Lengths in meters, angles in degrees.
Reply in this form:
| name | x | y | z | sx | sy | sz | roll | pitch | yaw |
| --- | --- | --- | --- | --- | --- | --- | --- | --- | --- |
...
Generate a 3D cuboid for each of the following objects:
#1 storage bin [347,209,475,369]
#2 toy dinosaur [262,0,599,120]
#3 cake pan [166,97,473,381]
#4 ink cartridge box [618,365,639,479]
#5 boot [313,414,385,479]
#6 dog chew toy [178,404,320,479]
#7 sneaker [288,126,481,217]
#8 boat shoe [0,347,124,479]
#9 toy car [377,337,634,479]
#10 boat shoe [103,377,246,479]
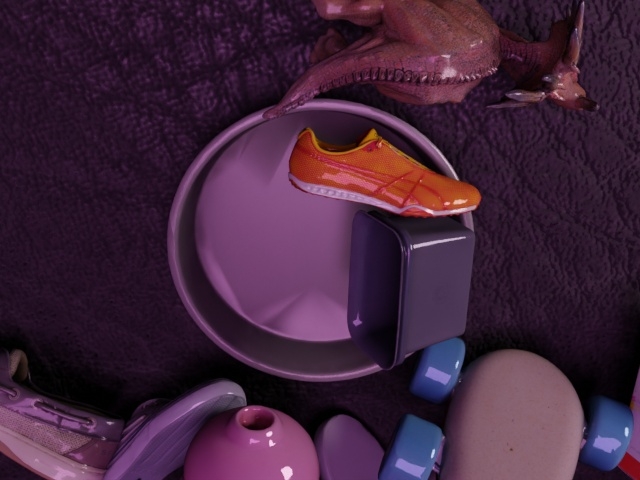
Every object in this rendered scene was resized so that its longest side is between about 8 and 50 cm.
| name | x | y | z | sx | sy | sz | roll | pitch | yaw |
| --- | --- | --- | --- | --- | --- | --- | --- | --- | --- |
| storage bin | 0.082 | 0.036 | 0.788 | 0.091 | 0.098 | 0.135 | -9 | 115 | -27 |
| toy dinosaur | 0.103 | -0.152 | 0.694 | 0.200 | 0.296 | 0.127 | 44 | 141 | 23 |
| cake pan | 0.000 | 0.000 | 0.843 | 0.293 | 0.054 | 0.293 | 0 | 113 | 0 |
| ink cartridge box | 0.388 | 0.180 | 0.881 | 0.134 | 0.078 | 0.231 | -6 | 115 | -27 |
| boot | 0.037 | 0.323 | 0.958 | 0.123 | 0.095 | 0.258 | -28 | 87 | 44 |
| dog chew toy | -0.074 | 0.309 | 0.872 | 0.207 | 0.206 | 0.331 | 5 | 119 | -2 |
| sneaker | 0.060 | -0.060 | 0.757 | 0.175 | 0.064 | 0.067 | 12 | 102 | -8 |
| boat shoe | -0.333 | 0.154 | 0.887 | 0.285 | 0.103 | 0.092 | 30 | 79 | 4 |
| toy car | 0.168 | 0.250 | 0.907 | 0.219 | 0.210 | 0.238 | 22 | 140 | 4 |
| boat shoe | -0.176 | 0.203 | 0.913 | 0.226 | 0.075 | 0.083 | -39 | 135 | 15 |
